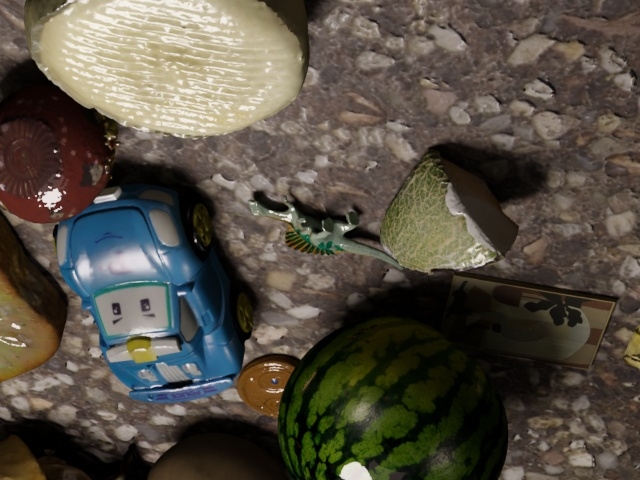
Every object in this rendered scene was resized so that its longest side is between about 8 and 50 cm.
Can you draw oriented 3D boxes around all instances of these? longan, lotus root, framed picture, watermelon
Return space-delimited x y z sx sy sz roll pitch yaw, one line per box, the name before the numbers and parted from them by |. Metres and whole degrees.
longan | -0.142 0.367 1.974 0.220 0.196 0.196 25 134 -11
lotus root | -0.516 0.073 1.809 0.375 0.111 0.390 11 135 -7
framed picture | 0.255 0.103 1.757 0.201 0.010 0.136 10 135 1
watermelon | 0.088 0.232 1.725 0.285 0.285 0.285 5 136 5

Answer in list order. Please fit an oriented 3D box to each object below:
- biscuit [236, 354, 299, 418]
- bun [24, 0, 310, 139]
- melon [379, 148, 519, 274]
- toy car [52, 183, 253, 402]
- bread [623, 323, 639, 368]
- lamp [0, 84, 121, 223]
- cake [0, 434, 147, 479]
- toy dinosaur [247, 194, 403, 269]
biscuit | -0.029 0.202 1.899 0.175 0.026 0.124 -2 135 13
bun | -0.145 -0.223 1.407 0.287 0.146 0.287 6 151 3
melon | 0.140 -0.039 1.597 0.202 0.093 0.139 6 115 46
toy car | -0.210 0.073 1.709 0.198 0.166 0.314 -9 132 14
bread | 0.522 0.197 1.684 0.236 0.198 0.263 -26 128 39
lamp | -0.303 -0.096 1.579 0.157 0.135 0.156 35 104 11
cake | -0.370 0.422 2.044 0.321 0.332 0.332 -21 141 -22
toy dinosaur | 0.001 -0.003 1.681 0.106 0.044 0.187 -16 144 42
